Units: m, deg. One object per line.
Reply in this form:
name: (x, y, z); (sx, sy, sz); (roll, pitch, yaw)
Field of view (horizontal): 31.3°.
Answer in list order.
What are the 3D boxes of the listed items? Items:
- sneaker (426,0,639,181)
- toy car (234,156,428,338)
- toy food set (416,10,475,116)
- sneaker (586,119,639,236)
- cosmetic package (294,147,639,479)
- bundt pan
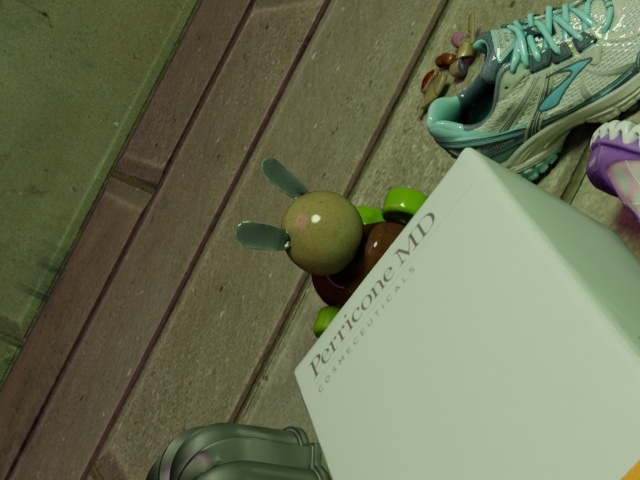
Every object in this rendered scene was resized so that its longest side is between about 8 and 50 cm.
sneaker: (0.206, -0.155, 1.016); (0.283, 0.122, 0.110); (-46, 27, 34)
toy car: (0.000, 0.000, 1.195); (0.149, 0.188, 0.155); (-25, 43, 56)
toy food set: (0.151, -0.204, 1.329); (0.122, 0.019, 0.078); (-51, 24, 44)
sneaker: (0.257, -0.019, 0.807); (0.104, 0.095, 0.236); (-69, 23, 4)
cosmetic package: (0.153, 0.157, 0.683); (0.230, 0.161, 0.453); (-54, 28, 17)
bundt pan: (-0.121, 0.327, 1.128); (0.331, 0.124, 0.331); (-51, 27, 40)
